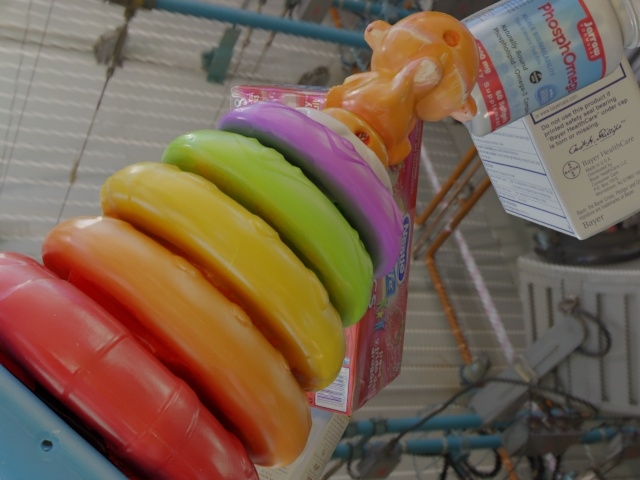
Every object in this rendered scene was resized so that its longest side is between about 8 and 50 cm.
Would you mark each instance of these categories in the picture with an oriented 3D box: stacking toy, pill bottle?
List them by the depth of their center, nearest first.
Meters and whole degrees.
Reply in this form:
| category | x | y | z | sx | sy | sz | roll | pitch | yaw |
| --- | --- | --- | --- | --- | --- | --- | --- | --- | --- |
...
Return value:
| category | x | y | z | sx | sy | sz | roll | pitch | yaw |
| --- | --- | --- | --- | --- | --- | --- | --- | --- | --- |
| stacking toy | -0.027 | -0.001 | 0.421 | 0.175 | 0.166 | 0.302 | 41 | -110 | 1 |
| pill bottle | 0.173 | -0.151 | 0.724 | 0.160 | 0.087 | 0.087 | -26 | -120 | 3 |

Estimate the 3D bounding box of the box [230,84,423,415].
| category | x | y | z | sx | sy | sz | roll | pitch | yaw |
| --- | --- | --- | --- | --- | --- | --- | --- | --- | --- |
| box | 0.000 | 0.000 | 0.933 | 0.154 | 0.299 | 0.142 | 8 | -167 | 23 |

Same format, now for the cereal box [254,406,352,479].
| category | x | y | z | sx | sy | sz | roll | pitch | yaw |
| --- | --- | --- | --- | --- | --- | --- | --- | --- | --- |
| cereal box | -0.084 | 0.249 | 1.055 | 0.173 | 0.047 | 0.240 | 17 | -113 | 37 |

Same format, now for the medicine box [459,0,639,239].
| category | x | y | z | sx | sy | sz | roll | pitch | yaw |
| --- | --- | --- | --- | --- | --- | --- | --- | --- | --- |
| medicine box | 0.296 | -0.174 | 1.240 | 0.149 | 0.263 | 0.289 | -27 | -77 | -4 |
